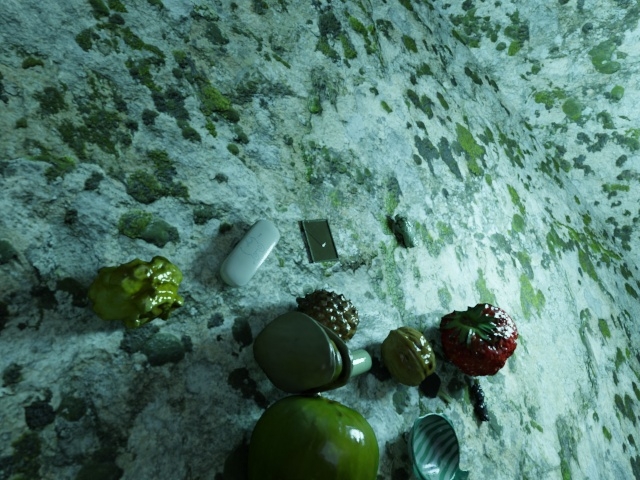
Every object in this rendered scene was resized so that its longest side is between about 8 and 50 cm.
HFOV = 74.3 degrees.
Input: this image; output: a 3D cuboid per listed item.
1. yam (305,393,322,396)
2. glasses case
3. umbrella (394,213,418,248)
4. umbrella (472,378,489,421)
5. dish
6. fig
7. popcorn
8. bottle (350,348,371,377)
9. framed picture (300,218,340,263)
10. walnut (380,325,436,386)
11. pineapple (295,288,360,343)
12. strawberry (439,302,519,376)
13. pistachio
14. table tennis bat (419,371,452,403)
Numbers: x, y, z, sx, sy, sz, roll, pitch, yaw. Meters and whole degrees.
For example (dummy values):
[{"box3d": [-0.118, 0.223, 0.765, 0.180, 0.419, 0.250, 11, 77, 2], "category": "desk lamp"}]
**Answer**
[{"box3d": [0.026, 0.526, 1.134, 0.046, 0.045, 0.326, -19, 81, -17], "category": "yam"}, {"box3d": [-0.197, 0.033, 1.196, 0.092, 0.059, 0.233, 44, 52, -13], "category": "glasses case"}, {"box3d": [0.324, -0.037, 1.606, 0.067, 0.062, 0.143, -28, 87, -10], "category": "umbrella"}, {"box3d": [0.568, 0.567, 1.503, 0.040, 0.037, 0.143, 20, 57, -52], "category": "umbrella"}, {"box3d": [0.335, 0.640, 1.277, 0.246, 0.078, 0.224, 53, 50, -2], "category": "dish"}, {"box3d": [-0.030, 0.514, 0.955, 0.316, 0.316, 0.315, 15, 61, -29], "category": "fig"}, {"box3d": [-0.404, 0.117, 0.936, 0.198, 0.198, 0.155, -1, 72, -36], "category": "popcorn"}, {"box3d": [0.060, 0.358, 1.192, 0.202, 0.072, 0.072, 2, 67, -50], "category": "bottle"}, {"box3d": [0.000, 0.000, 1.384, 0.109, 0.011, 0.148, -5, 71, -37], "category": "framed picture"}, {"box3d": [0.270, 0.357, 1.323, 0.155, 0.155, 0.184, -34, 95, -40], "category": "walnut"}, {"box3d": [0.010, 0.210, 1.202, 0.193, 0.166, 0.166, 33, 54, -20], "category": "pineapple"}, {"box3d": [0.559, 0.363, 1.474, 0.288, 0.250, 0.238, 58, 37, -33], "category": "strawberry"}, {"box3d": [-0.047, 0.279, 1.053, 0.166, 0.288, 0.197, 19, 74, -50], "category": "pistachio"}, {"box3d": [0.389, 0.497, 1.425, 0.156, 0.013, 0.087, 45, 50, -9], "category": "table tennis bat"}]
